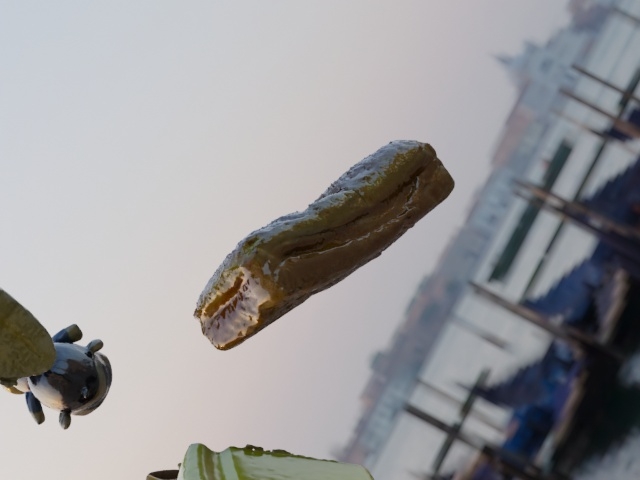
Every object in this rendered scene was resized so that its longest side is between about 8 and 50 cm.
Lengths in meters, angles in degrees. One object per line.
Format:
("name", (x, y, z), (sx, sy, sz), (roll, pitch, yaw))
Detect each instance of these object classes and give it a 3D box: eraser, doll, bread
("eraser", (-0.022, 0.215, 1.232), (0.226, 0.158, 0.069), (-133, 54, -74))
("doll", (-0.248, 0.128, 1.616), (0.179, 0.089, 0.102), (14, 83, 64))
("bread", (-0.293, 0.035, 1.297), (0.060, 0.178, 0.139), (-51, -48, -10))
("bread", (0.001, 0.001, 1.480), (0.271, 0.077, 0.139), (-35, -5, -43))

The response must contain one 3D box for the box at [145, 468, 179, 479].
("box", (-0.079, 0.373, 1.582), (0.259, 0.213, 0.284), (29, -102, -76))
